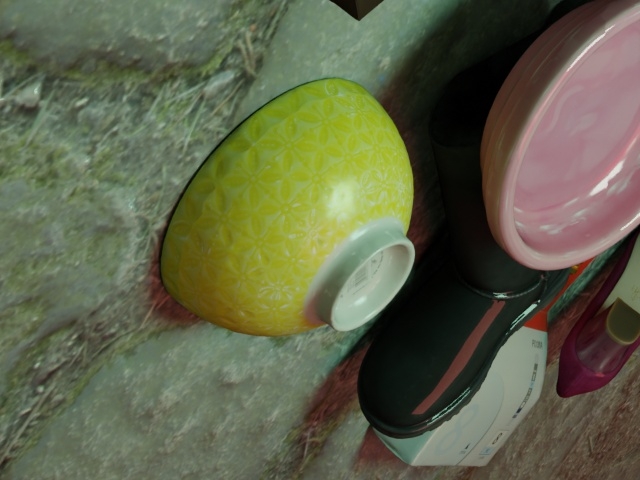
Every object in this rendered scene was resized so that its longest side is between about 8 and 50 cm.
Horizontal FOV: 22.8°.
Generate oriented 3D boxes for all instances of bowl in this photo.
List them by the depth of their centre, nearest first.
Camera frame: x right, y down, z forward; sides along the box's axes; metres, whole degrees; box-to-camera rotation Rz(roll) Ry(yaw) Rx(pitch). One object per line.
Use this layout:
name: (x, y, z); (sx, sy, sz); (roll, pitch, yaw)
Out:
bowl: (0.000, 0.000, 1.580); (0.289, 0.156, 0.289); (-36, 152, -22)

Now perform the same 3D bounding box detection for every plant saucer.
plant saucer: (0.287, -0.126, 1.669); (0.332, 0.084, 0.332); (-28, 140, -26)

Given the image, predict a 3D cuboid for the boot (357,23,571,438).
boot: (0.172, 0.003, 1.856); (0.367, 0.146, 0.445); (-47, 158, -21)

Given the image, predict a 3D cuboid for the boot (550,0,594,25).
boot: (0.348, -0.262, 1.864); (0.198, 0.077, 0.137); (-29, 155, -9)

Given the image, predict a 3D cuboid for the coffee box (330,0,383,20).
coffee box: (0.081, -0.319, 1.325); (0.246, 0.098, 0.141); (-41, 153, -14)

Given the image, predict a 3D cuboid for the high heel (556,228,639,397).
high heel: (0.484, 0.096, 2.503); (0.377, 0.127, 0.181); (-39, 169, -43)

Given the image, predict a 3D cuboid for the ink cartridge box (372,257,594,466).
ink cartridge box: (0.274, 0.161, 2.302); (0.385, 0.091, 0.308); (-52, 154, 11)
